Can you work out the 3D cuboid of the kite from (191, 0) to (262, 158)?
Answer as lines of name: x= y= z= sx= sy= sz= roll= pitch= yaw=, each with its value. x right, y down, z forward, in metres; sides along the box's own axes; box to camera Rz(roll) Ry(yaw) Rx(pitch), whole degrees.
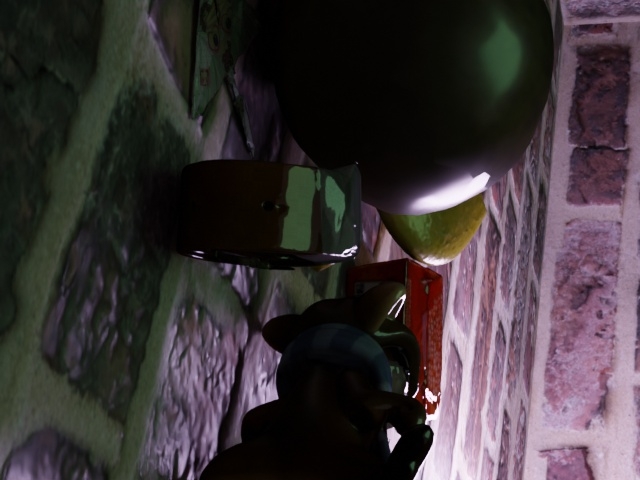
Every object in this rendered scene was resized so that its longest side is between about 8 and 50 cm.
kite: x=-0.102 y=-0.191 z=1.393 sx=0.229 sy=0.012 sz=0.250 roll=-65 pitch=150 yaw=-46

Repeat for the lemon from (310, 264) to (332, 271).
lemon: x=0.000 y=0.000 z=1.622 sx=0.062 sy=0.062 sz=0.083 roll=29 pitch=63 yaw=-69

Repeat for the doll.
doll: x=0.021 y=0.208 z=1.385 sx=0.209 sy=0.318 sz=0.340 roll=47 pitch=30 yaw=-19

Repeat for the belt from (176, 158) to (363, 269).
belt: x=-0.048 y=-0.026 z=1.283 sx=0.261 sy=0.184 sz=0.105 roll=19 pitch=71 yaw=-70

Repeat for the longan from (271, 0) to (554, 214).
longan: x=0.108 y=-0.227 z=1.517 sx=0.404 sy=0.336 sz=0.404 roll=174 pitch=-90 yaw=-88

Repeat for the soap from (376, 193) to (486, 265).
soap: x=0.174 y=-0.130 z=1.994 sx=0.427 sy=0.115 sz=0.306 roll=-42 pitch=116 yaw=-60

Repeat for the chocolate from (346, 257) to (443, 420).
chocolate: x=0.113 y=0.153 z=1.896 sx=0.235 sy=0.108 sz=0.237 roll=20 pitch=73 yaw=-71
